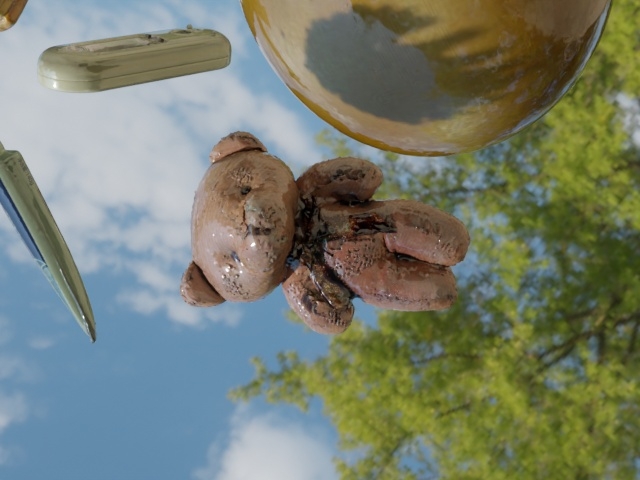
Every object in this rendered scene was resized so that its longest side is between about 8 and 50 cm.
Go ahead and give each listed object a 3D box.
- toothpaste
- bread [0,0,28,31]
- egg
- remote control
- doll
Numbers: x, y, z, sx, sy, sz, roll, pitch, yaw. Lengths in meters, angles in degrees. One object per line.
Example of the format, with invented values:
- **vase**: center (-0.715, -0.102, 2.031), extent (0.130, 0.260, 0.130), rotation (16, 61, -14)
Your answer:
- **toothpaste**: center (-0.320, -0.004, 1.229), extent (0.047, 0.069, 0.268), rotation (-39, -66, -35)
- **bread**: center (-0.514, -0.436, 1.750), extent (0.077, 0.116, 0.200), rotation (33, -115, -38)
- **egg**: center (0.073, -0.217, 0.789), extent (0.351, 0.282, 0.282), rotation (50, -170, -50)
- **remote control**: center (-0.179, -0.182, 1.055), extent (0.078, 0.042, 0.221), rotation (22, -150, 38)
- **doll**: center (0.000, 0.000, 1.115), extent (0.303, 0.201, 0.156), rotation (10, -178, 11)
